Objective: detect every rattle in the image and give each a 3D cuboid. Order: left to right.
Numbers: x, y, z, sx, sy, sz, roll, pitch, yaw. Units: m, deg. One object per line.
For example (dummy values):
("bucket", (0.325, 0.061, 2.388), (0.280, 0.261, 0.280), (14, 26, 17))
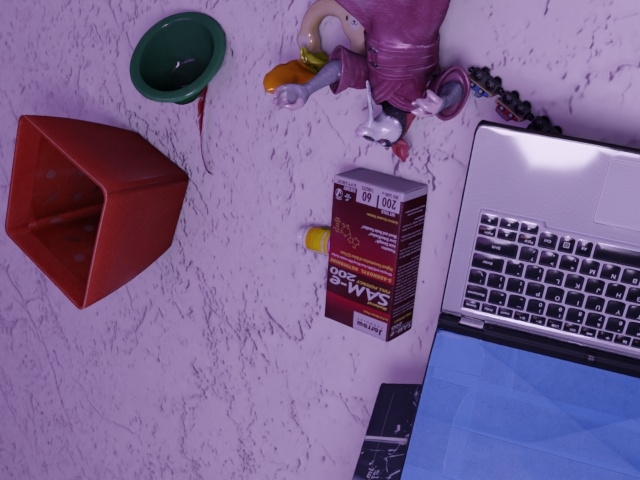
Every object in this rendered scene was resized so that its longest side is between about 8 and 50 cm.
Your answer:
("rattle", (0.011, -0.304, 1.118), (0.199, 0.142, 0.130), (-32, 71, 50))

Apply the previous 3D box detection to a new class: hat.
("hat", (-0.233, -0.276, 1.417), (0.173, 0.183, 0.209), (30, 79, 23))

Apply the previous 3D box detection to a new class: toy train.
("toy train", (0.252, -0.176, 1.031), (0.158, 0.027, 0.036), (46, 138, 20))

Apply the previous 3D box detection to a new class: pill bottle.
("pill bottle", (0.000, 0.000, 1.286), (0.083, 0.043, 0.044), (14, 112, 37))

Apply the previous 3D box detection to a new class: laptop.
("laptop", (0.309, 0.128, 0.844), (0.381, 0.236, 0.408), (13, 118, 12))

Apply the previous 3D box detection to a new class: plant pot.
("plant pot", (-0.411, -0.075, 1.486), (0.267, 0.235, 0.267), (38, 124, 25))

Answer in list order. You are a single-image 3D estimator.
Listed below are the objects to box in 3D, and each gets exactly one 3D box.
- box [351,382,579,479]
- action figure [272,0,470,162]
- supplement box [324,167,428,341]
("box", (0.199, 0.379, 1.016), (0.312, 0.343, 0.179), (-9, 140, 42))
("action figure", (0.100, -0.276, 1.039), (0.248, 0.276, 0.370), (22, 141, 23))
("supplement box", (0.082, 0.020, 1.203), (0.130, 0.073, 0.240), (18, 115, 35))
